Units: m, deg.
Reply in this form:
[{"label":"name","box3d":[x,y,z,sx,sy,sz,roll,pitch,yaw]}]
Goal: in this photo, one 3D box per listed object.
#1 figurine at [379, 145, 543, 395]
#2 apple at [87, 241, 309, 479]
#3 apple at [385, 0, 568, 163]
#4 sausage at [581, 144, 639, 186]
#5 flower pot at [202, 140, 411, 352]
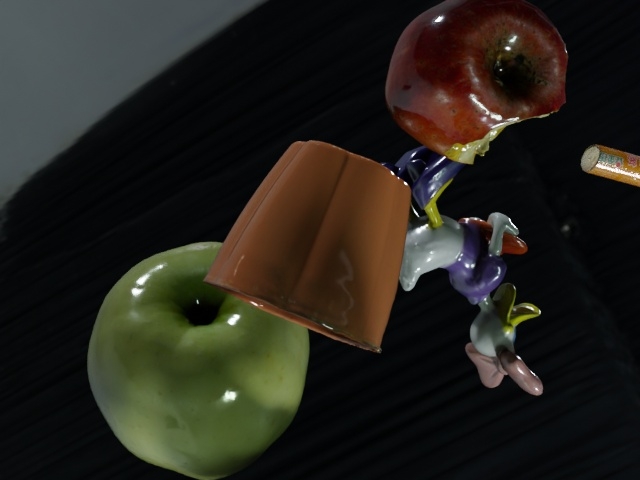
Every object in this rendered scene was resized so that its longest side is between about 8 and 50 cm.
[{"label":"figurine","box3d":[0.224,0.047,1.690,0.421,0.193,0.154,53,-21,-17]},{"label":"apple","box3d":[-0.185,0.186,1.674,0.357,0.357,0.357,54,15,-22]},{"label":"apple","box3d":[0.132,-0.150,1.000,0.147,0.156,0.158,30,-14,-14]},{"label":"sausage","box3d":[0.316,-0.071,1.097,0.107,0.031,0.031,13,33,-16]},{"label":"flower pot","box3d":[0.000,0.000,1.091,0.191,0.173,0.190,21,-5,2]}]
